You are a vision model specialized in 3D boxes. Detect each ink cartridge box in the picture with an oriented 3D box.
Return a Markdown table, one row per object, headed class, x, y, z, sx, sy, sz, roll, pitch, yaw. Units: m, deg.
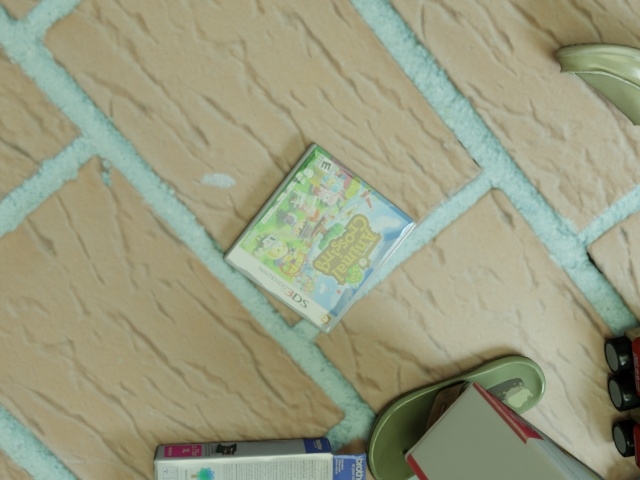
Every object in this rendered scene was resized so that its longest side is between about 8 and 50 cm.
| class | x | y | z | sx | sy | sz | roll | pitch | yaw |
| --- | --- | --- | --- | --- | --- | --- | --- | --- | --- |
| ink cartridge box | 0.341 | 0.403 | 1.270 | 0.385 | 0.279 | 0.160 | 38 | 95 | -31 |
| ink cartridge box | -0.089 | 0.396 | 1.372 | 0.311 | 0.065 | 0.185 | -1 | 103 | -5 |

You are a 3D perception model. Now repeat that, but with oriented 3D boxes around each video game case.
| class | x | y | z | sx | sy | sz | roll | pitch | yaw |
| --- | --- | --- | --- | --- | --- | --- | --- | --- | --- |
| video game case | 0.000 | 0.000 | 1.310 | 0.193 | 0.023 | 0.212 | 37 | 96 | -14 |

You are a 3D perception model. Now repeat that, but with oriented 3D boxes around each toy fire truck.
| class | x | y | z | sx | sy | sz | roll | pitch | yaw |
| --- | --- | --- | --- | --- | --- | --- | --- | --- | --- |
| toy fire truck | 0.542 | 0.251 | 1.321 | 0.158 | 0.246 | 0.217 | -10 | 104 | -4 |

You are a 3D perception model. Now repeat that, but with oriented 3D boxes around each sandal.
| class | x | y | z | sx | sy | sz | roll | pitch | yaw |
| --- | --- | --- | --- | --- | --- | --- | --- | --- | --- |
| sandal | 0.201 | 0.266 | 1.365 | 0.303 | 0.086 | 0.120 | -30 | 105 | 0 |

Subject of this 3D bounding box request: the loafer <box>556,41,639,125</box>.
| class | x | y | z | sx | sy | sz | roll | pitch | yaw |
| --- | --- | --- | --- | --- | --- | --- | --- | --- | --- |
| loafer | 0.451 | -0.208 | 1.278 | 0.268 | 0.102 | 0.092 | 15 | 95 | -11 |
